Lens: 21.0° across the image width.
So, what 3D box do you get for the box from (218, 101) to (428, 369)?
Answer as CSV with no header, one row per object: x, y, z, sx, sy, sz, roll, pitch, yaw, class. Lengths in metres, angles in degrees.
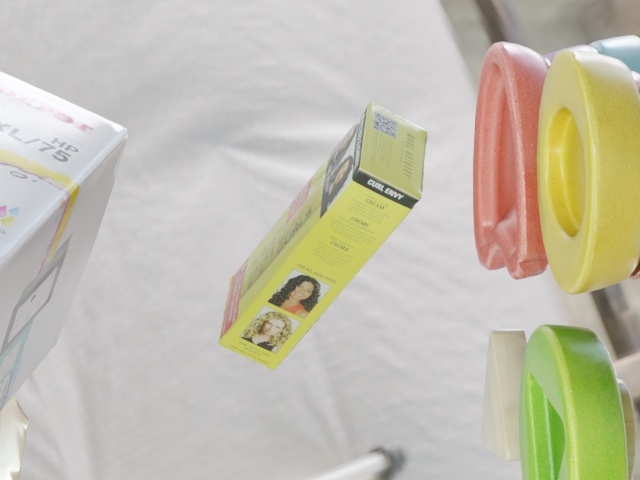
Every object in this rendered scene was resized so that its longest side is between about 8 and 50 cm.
0.000,0.000,1.376,0.058,0.232,0.087,26,-138,-16,box

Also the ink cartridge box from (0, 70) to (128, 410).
-0.283,0.013,1.141,0.198,0.197,0.270,24,-153,3,ink cartridge box

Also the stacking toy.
0.175,0.023,0.963,0.309,0.130,0.279,-113,21,-77,stacking toy

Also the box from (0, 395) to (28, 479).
-0.338,0.176,1.713,0.201,0.021,0.164,-100,-12,-62,box
